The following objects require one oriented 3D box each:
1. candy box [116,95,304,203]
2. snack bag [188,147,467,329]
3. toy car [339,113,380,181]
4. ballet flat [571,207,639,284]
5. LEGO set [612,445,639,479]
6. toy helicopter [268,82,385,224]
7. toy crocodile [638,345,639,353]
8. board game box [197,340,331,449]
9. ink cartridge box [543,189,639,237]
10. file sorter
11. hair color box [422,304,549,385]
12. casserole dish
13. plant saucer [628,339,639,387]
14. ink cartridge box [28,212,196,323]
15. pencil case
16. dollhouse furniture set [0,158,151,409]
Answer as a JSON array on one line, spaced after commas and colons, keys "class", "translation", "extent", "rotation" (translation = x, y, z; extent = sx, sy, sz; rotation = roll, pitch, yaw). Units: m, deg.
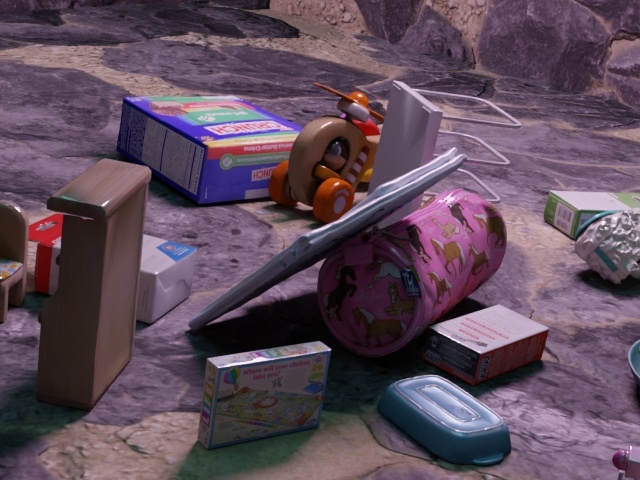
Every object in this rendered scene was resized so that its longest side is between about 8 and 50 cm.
[{"class": "candy box", "translation": [-0.193, -0.181, 2.323], "extent": [0.268, 0.122, 0.317], "rotation": [-7, 26, -38]}, {"class": "snack bag", "translation": [0.000, 0.000, 1.663], "extent": [0.342, 0.037, 0.323], "rotation": [-29, -4, -42]}, {"class": "toy car", "translation": [0.064, -0.189, 2.433], "extent": [0.159, 0.136, 0.182], "rotation": [2, 21, -18]}, {"class": "ballet flat", "translation": [0.602, 0.002, 2.187], "extent": [0.409, 0.147, 0.147], "rotation": [-15, 30, -42]}, {"class": "LEGO set", "translation": [0.271, 0.317, 1.137], "extent": [0.107, 0.132, 0.287], "rotation": [4, 24, 14]}, {"class": "toy helicopter", "translation": [0.070, -0.176, 2.251], "extent": [0.140, 0.235, 0.355], "rotation": [23, 24, 36]}, {"class": "toy crocodile", "translation": [0.590, 0.169, 1.603], "extent": [0.341, 0.105, 0.115], "rotation": [2, 20, -4]}, {"class": "board game box", "translation": [-0.064, 0.176, 1.402], "extent": [0.154, 0.103, 0.026], "rotation": [-5, 24, -35]}, {"class": "ink cartridge box", "translation": [0.550, -0.049, 2.355], "extent": [0.209, 0.062, 0.109], "rotation": [1, 21, -23]}, {"class": "file sorter", "translation": [0.198, -0.098, 2.036], "extent": [0.173, 0.277, 0.193], "rotation": [6, 19, -19]}, {"class": "hair color box", "translation": [0.231, 0.143, 1.697], "extent": [0.093, 0.053, 0.167], "rotation": [26, 25, 38]}, {"class": "casserole dish", "translation": [0.153, 0.213, 1.493], "extent": [0.114, 0.037, 0.188], "rotation": [-6, 25, -34]}, {"class": "plant saucer", "translation": [0.576, 0.211, 1.669], "extent": [0.318, 0.043, 0.317], "rotation": [8, 19, -3]}, {"class": "ink cartridge box", "translation": [-0.310, 0.035, 1.732], "extent": [0.231, 0.078, 0.134], "rotation": [14, 20, 16]}, {"class": "pencil case", "translation": [0.143, 0.036, 1.770], "extent": [0.160, 0.167, 0.386], "rotation": [46, 29, 11]}, {"class": "dollhouse furniture set", "translation": [-0.426, 0.020, 1.458], "extent": [0.394, 0.256, 0.362], "rotation": [11, 19, 7]}]
